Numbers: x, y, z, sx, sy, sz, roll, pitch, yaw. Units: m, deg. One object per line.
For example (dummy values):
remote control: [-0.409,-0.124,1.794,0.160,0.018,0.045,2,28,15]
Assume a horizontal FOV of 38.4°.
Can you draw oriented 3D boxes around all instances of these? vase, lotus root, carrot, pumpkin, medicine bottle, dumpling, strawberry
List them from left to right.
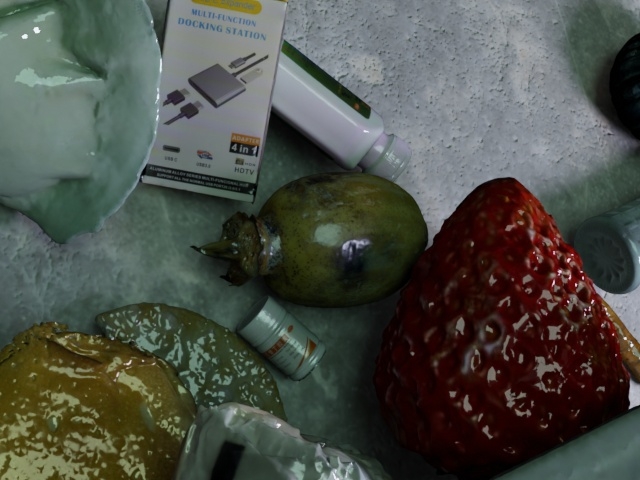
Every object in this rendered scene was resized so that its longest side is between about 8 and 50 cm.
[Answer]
dumpling: [-0.297,-0.193,0.906,0.270,0.212,0.320,-45,117,8]
medicine bottle: [-0.043,0.109,1.024,0.089,0.057,0.057,43,63,-11]
lotus root: [0.001,0.000,1.019,0.278,0.154,0.154,-1,78,-34]
medicine bottle: [0.007,-0.148,1.082,0.219,0.115,0.078,36,103,-14]
strawberry: [0.186,0.121,1.017,0.291,0.292,0.310,-14,63,-28]
carrot: [0.413,0.137,1.255,0.035,0.035,0.165,-40,94,-28]
pumpkin: [0.507,-0.221,1.335,0.194,0.150,0.194,22,34,-16]
vase: [0.496,-0.030,1.284,0.298,0.143,0.143,-25,89,-25]

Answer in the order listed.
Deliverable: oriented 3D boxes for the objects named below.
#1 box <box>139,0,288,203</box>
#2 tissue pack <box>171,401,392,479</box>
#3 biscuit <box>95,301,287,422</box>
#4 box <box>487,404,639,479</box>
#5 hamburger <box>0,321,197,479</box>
box: [-0.113,-0.170,0.991,0.129,0.033,0.247,10,102,-2]
tissue pack: [-0.037,0.344,0.804,0.195,0.375,0.390,11,69,16]
biscuit: [-0.113,0.173,0.985,0.141,0.038,0.290,-33,94,-29]
box: [0.259,0.287,0.917,0.396,0.396,0.111,-21,59,-19]
hamburger: [-0.237,0.209,0.849,0.244,0.163,0.245,8,66,-20]
